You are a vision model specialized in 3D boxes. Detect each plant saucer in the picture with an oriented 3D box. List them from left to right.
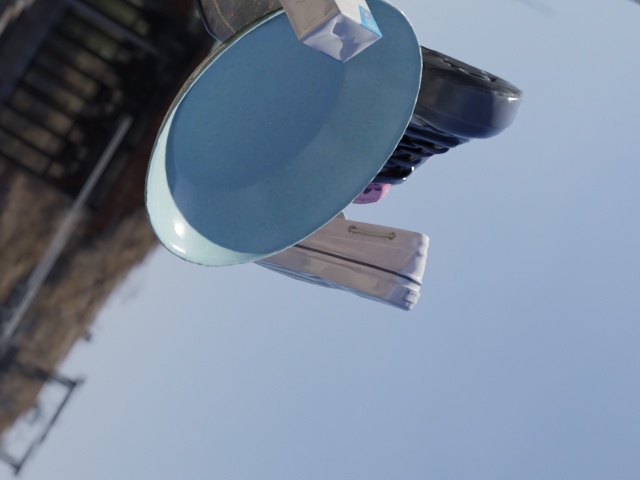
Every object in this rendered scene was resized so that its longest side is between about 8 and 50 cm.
[{"bbox_3d":[-0.028,-0.071,1.046,0.195,0.037,0.195,-27,143,-23],"label":"plant saucer"}]

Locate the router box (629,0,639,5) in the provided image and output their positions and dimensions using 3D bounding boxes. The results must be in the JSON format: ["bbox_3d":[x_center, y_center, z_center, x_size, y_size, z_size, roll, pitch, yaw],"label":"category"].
[{"bbox_3d":[0.260,-0.337,1.323,0.243,0.081,0.309,4,114,-63],"label":"router box"}]

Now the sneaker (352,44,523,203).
[{"bbox_3d":[0.062,-0.081,1.347,0.319,0.112,0.131,-142,-107,-78],"label":"sneaker"}]

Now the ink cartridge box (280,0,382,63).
[{"bbox_3d":[-0.005,-0.138,0.929,0.028,0.083,0.048,-33,156,20],"label":"ink cartridge box"}]

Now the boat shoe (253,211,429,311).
[{"bbox_3d":[0.000,0.000,1.622,0.083,0.226,0.076,34,75,-64],"label":"boat shoe"}]

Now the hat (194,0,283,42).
[{"bbox_3d":[-0.016,-0.273,1.095,0.331,0.134,0.331,-44,155,-26],"label":"hat"}]
